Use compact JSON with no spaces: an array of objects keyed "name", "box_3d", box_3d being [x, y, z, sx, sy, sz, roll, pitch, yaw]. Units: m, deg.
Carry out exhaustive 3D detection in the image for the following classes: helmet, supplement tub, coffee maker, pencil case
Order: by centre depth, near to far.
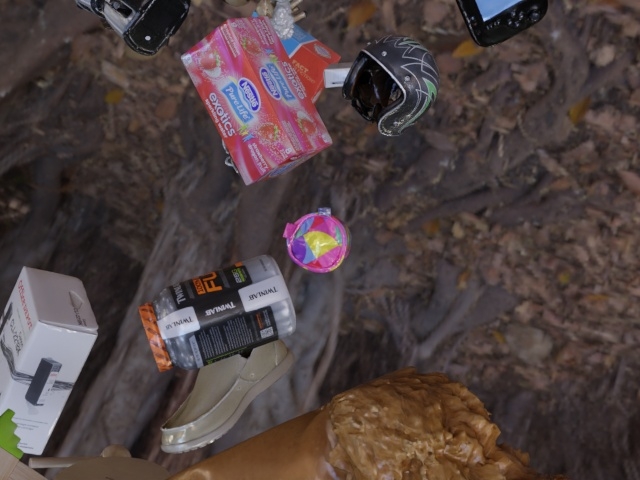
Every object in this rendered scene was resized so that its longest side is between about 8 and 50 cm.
[{"name":"supplement tub","box_3d":[-0.137,0.100,1.230,0.190,0.117,0.117,-19,163,-11]},{"name":"pencil case","box_3d":[0.000,0.000,1.527,0.104,0.104,0.236,20,180,4]},{"name":"coffee maker","box_3d":[-0.314,-0.427,1.585,0.178,0.171,0.120,42,162,27]},{"name":"helmet","box_3d":[0.134,-0.287,1.663,0.169,0.169,0.162,26,118,-10]}]

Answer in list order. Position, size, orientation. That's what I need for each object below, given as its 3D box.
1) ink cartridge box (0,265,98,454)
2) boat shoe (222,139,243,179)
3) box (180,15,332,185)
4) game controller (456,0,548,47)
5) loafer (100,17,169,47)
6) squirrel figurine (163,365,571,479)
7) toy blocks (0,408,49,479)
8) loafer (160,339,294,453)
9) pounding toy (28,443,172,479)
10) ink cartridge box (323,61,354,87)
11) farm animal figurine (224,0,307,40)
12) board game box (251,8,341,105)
[{"name":"ink cartridge box","box_3d":[-0.519,0.213,1.673,0.114,0.273,0.197,19,-162,-33]},{"name":"boat shoe","box_3d":[-0.165,-0.219,2.086,0.113,0.105,0.306,-4,-153,-14]},{"name":"box","box_3d":[-0.109,-0.241,1.586,0.128,0.122,0.257,-29,87,35]},{"name":"game controller","box_3d":[0.325,-0.516,1.771,0.319,0.166,0.067,55,-177,-42]},{"name":"loafer","box_3d":[-0.438,-0.493,2.181,0.220,0.080,0.078,19,124,38]},{"name":"squirrel figurine","box_3d":[0.081,0.326,0.875,0.281,0.371,0.397,-13,164,-42]},{"name":"toy blocks","box_3d":[-0.366,0.424,1.054,0.261,0.381,0.190,39,131,-14]},{"name":"loafer","box_3d":[-0.151,0.217,1.393,0.102,0.268,0.092,-16,107,44]},{"name":"pounding toy","box_3d":[-0.335,0.415,1.443,0.183,0.110,0.237,-4,-167,-36]},{"name":"ink cartridge box","box_3d":[0.126,-0.386,2.117,0.223,0.045,0.223,-4,-166,7]},{"name":"farm animal figurine","box_3d":[-0.181,-0.606,1.952,0.330,0.172,0.327,52,166,20]},{"name":"board game box","box_3d":[-0.118,-0.416,2.406,0.242,0.064,0.316,37,132,6]}]
